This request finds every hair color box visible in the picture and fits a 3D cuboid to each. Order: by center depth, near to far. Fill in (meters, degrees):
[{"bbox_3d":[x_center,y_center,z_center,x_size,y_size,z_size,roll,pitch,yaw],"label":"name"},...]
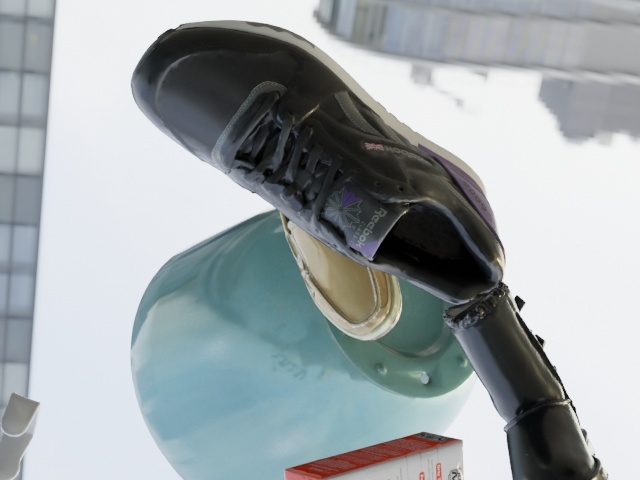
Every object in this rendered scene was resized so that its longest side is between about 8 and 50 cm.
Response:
[{"bbox_3d":[0.041,0.185,1.111,0.141,0.072,0.043,-7,-172,-42],"label":"hair color box"}]

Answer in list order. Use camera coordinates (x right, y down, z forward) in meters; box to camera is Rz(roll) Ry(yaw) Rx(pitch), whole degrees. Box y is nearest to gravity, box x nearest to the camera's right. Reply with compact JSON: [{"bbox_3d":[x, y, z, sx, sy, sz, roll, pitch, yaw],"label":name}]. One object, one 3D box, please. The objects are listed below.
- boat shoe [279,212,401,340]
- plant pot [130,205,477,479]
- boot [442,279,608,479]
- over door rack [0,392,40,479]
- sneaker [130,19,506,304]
[{"bbox_3d":[0.000,0.000,1.245,0.072,0.068,0.190,46,-172,-48],"label":"boat shoe"},{"bbox_3d":[0.012,0.089,1.426,0.293,0.235,0.293,16,-119,-30],"label":"plant pot"},{"bbox_3d":[0.096,0.074,0.755,0.045,0.099,0.121,-27,-177,12],"label":"boot"},{"bbox_3d":[-0.352,0.218,1.033,0.240,0.108,0.324,22,-110,-3],"label":"over door rack"},{"bbox_3d":[0.009,-0.051,1.044,0.283,0.107,0.124,26,-161,-20],"label":"sneaker"}]
